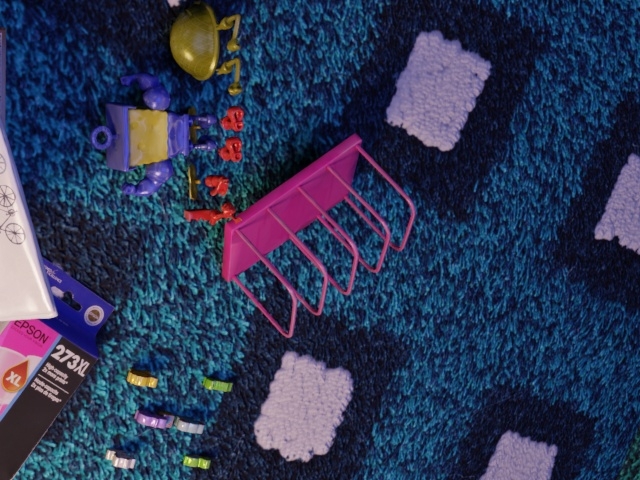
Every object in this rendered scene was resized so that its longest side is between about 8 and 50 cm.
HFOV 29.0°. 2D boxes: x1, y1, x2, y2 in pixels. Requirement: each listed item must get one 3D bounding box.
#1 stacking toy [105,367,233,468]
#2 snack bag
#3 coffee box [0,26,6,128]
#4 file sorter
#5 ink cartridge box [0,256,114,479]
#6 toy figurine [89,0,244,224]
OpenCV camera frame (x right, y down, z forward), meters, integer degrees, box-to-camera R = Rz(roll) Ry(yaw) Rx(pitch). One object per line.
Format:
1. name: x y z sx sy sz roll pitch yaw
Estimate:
1. stacking toy: -0.263 0.321 2.185 0.221 0.052 0.167 12 97 -37
2. snack bag: -0.566 -0.019 1.747 0.037 0.342 0.323 -64 145 -64
3. coffee box: -0.525 -0.194 1.797 0.098 0.141 0.246 -5 105 -34
4. file sorter: 0.000 0.000 2.140 0.290 0.182 0.202 -36 162 -21
5. ink cartridge box: -0.490 0.224 1.995 0.176 0.069 0.371 41 77 -36
6. toy figurine: -0.257 -0.193 1.963 0.217 0.191 0.363 -6 106 -28
